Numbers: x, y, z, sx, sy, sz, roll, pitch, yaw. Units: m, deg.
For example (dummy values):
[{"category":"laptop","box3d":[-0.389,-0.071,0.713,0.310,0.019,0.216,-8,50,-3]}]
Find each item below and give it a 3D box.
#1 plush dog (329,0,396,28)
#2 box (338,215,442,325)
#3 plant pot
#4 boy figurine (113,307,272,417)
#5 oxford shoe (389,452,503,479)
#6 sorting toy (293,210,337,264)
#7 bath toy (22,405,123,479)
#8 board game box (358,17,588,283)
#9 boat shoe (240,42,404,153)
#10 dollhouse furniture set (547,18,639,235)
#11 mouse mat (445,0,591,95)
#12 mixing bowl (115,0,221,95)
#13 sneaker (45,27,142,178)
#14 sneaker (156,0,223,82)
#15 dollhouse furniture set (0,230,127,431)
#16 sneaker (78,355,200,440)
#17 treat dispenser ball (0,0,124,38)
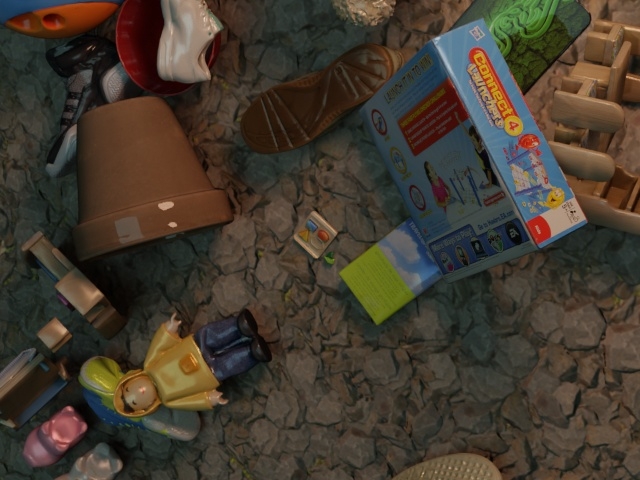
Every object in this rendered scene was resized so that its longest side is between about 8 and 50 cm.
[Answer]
[{"category":"plush dog","box3d":[0.082,-0.437,1.423,0.225,0.210,0.262,-13,90,19]},{"category":"box","box3d":[0.128,0.041,1.691,0.178,0.042,0.109,-39,86,24]},{"category":"plant pot","box3d":[-0.290,-0.106,1.729,0.263,0.263,0.229,-15,89,25]},{"category":"boy figurine","box3d":[-0.232,0.212,1.816,0.285,0.092,0.177,-24,90,5]},{"category":"oxford shoe","box3d":[0.130,0.507,1.753,0.449,0.169,0.130,-43,124,17]},{"category":"sorting toy","box3d":[0.000,0.000,1.755,0.083,0.012,0.062,43,114,10]},{"category":"bath toy","box3d":[-0.483,0.383,1.989,0.348,0.151,0.129,53,158,4]},{"category":"board game box","box3d":[0.200,-0.110,1.496,0.086,0.308,0.302,-25,88,-19]},{"category":"boat shoe","box3d":[0.003,-0.216,1.669,0.285,0.089,0.104,-22,90,28]},{"category":"dollhouse furniture set","box3d":[0.412,-0.141,1.447,0.161,0.212,0.242,16,132,20]},{"category":"mouse mat","box3d":[0.283,-0.307,1.572,0.152,0.007,0.190,45,113,9]},{"category":"mixing bowl","box3d":[-0.231,-0.330,1.736,0.181,0.098,0.181,5,104,22]},{"category":"sneaker","box3d":[-0.419,-0.244,1.838,0.153,0.101,0.268,43,108,10]},{"category":"sneaker","box3d":[-0.193,-0.346,1.631,0.094,0.080,0.212,9,111,9]},{"category":"dollhouse furniture set","box3d":[-0.522,0.158,1.819,0.198,0.286,0.303,43,78,9]},{"category":"sneaker","box3d":[-0.330,0.300,1.934,0.240,0.091,0.126,33,143,3]},{"category":"treat dispenser ball","box3d":[-0.431,-0.464,1.689,0.288,0.288,0.288,5,103,22]}]
